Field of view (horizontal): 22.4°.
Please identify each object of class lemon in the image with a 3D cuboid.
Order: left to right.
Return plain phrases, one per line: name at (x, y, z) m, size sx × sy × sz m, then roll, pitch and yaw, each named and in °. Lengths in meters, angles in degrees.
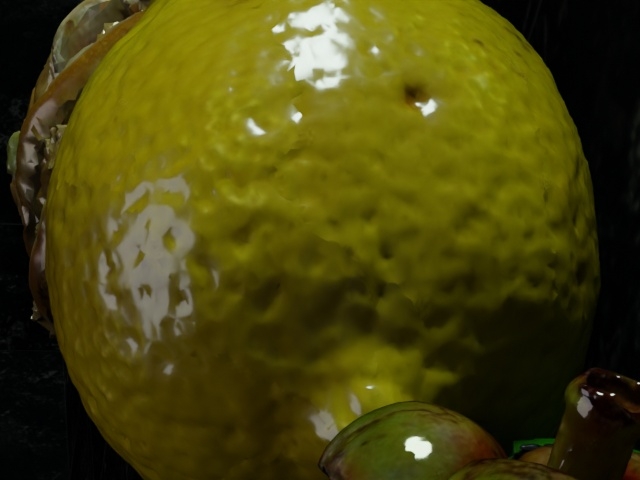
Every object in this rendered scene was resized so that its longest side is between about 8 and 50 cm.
lemon at (0.000, 0.007, 0.653) m, size 0.228 × 0.228 × 0.253 m, roll 107°, pitch 165°, yaw -48°

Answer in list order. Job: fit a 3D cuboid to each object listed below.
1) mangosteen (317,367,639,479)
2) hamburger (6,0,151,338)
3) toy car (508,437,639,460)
mangosteen at (0.062, 0.135, 0.486) m, size 0.200 × 0.199 × 0.200 m, roll -178°, pitch 90°, yaw -76°
hamburger at (-0.070, -0.026, 0.975) m, size 0.260 × 0.245 × 0.211 m, roll 54°, pitch 180°, yaw -35°
toy car at (0.088, 0.145, 0.608) m, size 0.062 × 0.071 × 0.165 m, roll -85°, pitch 2°, yaw -67°
